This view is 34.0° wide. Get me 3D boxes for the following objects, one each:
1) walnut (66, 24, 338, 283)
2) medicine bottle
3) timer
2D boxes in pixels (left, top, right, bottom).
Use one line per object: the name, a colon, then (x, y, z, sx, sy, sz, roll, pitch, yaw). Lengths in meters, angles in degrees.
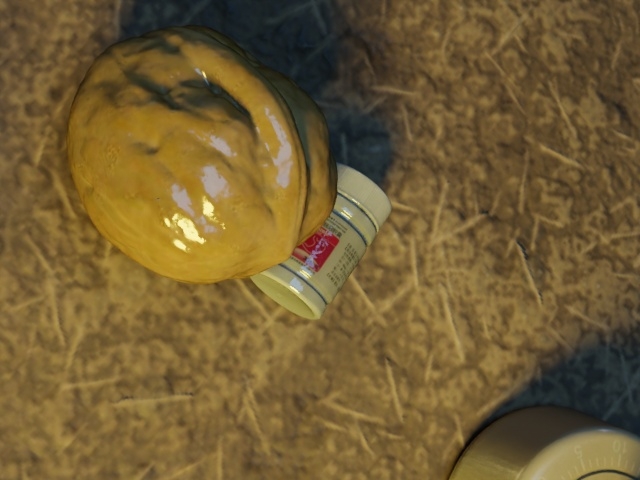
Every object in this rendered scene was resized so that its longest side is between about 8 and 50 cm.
walnut: (-0.073, -0.048, 0.622, 0.166, 0.149, 0.167, 19, 42, -18)
medicine bottle: (0.000, 0.000, 0.689, 0.058, 0.058, 0.091, 39, 73, -13)
timer: (0.207, 0.194, 0.635, 0.175, 0.266, 0.175, 2, 83, -21)
